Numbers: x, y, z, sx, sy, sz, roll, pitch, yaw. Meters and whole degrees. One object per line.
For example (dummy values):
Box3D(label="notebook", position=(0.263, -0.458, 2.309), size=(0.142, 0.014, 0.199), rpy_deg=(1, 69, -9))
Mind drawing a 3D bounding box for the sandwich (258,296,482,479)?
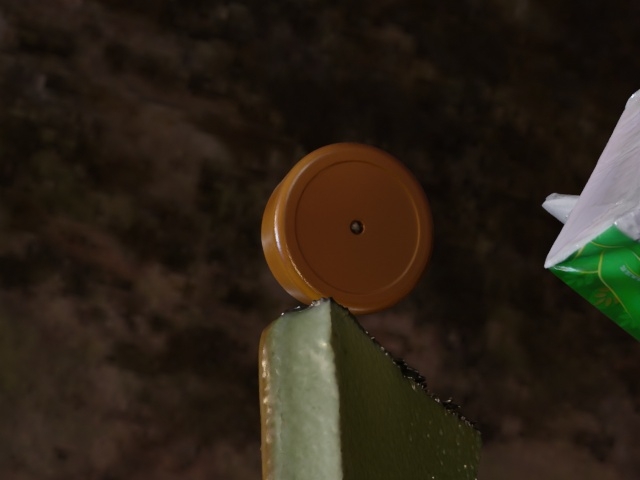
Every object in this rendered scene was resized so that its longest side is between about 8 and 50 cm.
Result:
Box3D(label="sandwich", position=(0.036, 0.176, 1.053), size=(0.063, 0.212, 0.245), rpy_deg=(-15, 150, 22))

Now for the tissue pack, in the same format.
Box3D(label="tissue pack", position=(0.245, 0.018, 1.048), size=(0.209, 0.148, 0.156), rpy_deg=(38, 144, -11))

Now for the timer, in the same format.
Box3D(label="timer", position=(0.000, 0.000, 1.413), size=(0.132, 0.132, 0.152), rpy_deg=(14, 167, -20))
